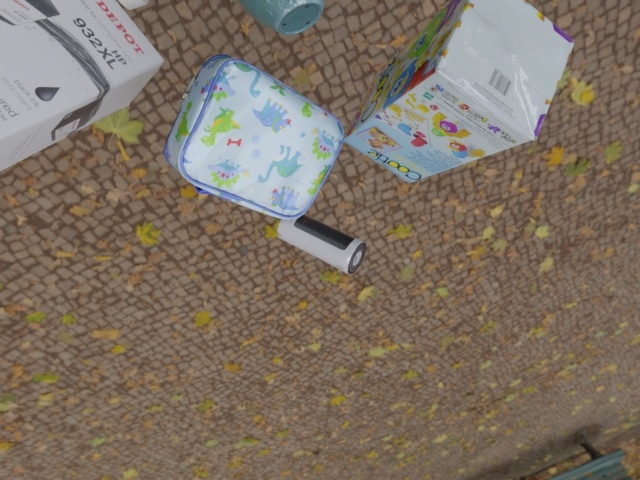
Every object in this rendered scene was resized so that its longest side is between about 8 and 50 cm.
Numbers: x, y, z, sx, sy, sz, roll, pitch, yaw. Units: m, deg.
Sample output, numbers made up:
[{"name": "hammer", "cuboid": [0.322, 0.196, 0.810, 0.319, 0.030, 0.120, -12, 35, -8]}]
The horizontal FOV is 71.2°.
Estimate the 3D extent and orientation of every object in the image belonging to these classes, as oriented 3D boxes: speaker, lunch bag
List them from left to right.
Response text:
[{"name": "lunch bag", "cuboid": [-0.088, -0.131, 0.614, 0.219, 0.090, 0.176, 20, 101, -39]}, {"name": "speaker", "cuboid": [0.000, 0.000, 0.696, 0.055, 0.136, 0.055, -44, 150, -35]}]

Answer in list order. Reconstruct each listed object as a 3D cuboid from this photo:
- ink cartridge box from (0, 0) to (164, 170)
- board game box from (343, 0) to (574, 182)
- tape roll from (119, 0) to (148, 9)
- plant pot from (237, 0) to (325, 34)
[{"name": "ink cartridge box", "cuboid": [-0.385, -0.238, 0.549, 0.129, 0.307, 0.223, -26, 112, 36]}, {"name": "board game box", "cuboid": [0.164, -0.196, 0.615, 0.144, 0.275, 0.142, 29, 78, -15]}, {"name": "tape roll", "cuboid": [-0.728, -1.019, 1.556, 0.072, 0.392, 0.392, -20, 134, 1]}, {"name": "plant pot", "cuboid": [-0.095, -0.693, 1.232, 0.290, 0.196, 0.290, -24, 177, -1]}]
